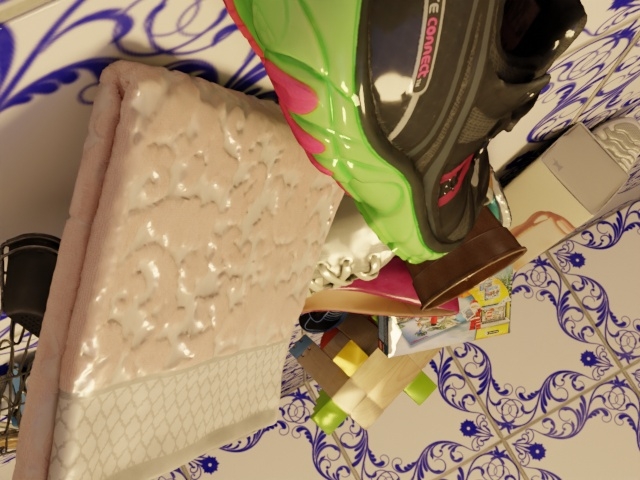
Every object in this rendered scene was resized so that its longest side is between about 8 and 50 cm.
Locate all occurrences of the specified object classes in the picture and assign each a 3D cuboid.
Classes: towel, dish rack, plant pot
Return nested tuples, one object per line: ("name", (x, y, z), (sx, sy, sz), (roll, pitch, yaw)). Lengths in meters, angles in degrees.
("towel", (-0.086, 0.038, 0.660), (0.332, 0.053, 0.316), (-1, 108, -65))
("dish rack", (-0.279, 0.114, 0.688), (0.272, 0.074, 0.208), (-19, 137, 15))
("plant pot", (0.170, -0.013, 1.131), (0.167, 0.165, 0.167), (-29, 167, -7))

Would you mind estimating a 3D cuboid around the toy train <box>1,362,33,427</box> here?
("toy train", (-0.342, 0.193, 1.012), (0.105, 0.080, 0.184), (-23, 166, -3))

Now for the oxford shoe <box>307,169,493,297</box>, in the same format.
("oxford shoe", (0.000, 0.000, 0.914), (0.449, 0.130, 0.169), (-29, 168, 2))

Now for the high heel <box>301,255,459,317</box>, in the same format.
("high heel", (0.017, 0.105, 1.203), (0.377, 0.181, 0.127), (-28, 166, -7))

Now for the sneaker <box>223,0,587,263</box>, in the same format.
("sneaker", (0.096, -0.109, 0.599), (0.202, 0.185, 0.483), (-28, 168, 9))

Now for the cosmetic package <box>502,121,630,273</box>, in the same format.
("cosmetic package", (0.367, -0.051, 1.417), (0.153, 0.129, 0.296), (-37, 173, -35))

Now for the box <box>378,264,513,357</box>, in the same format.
("box", (0.209, 0.096, 1.361), (0.233, 0.159, 0.044), (-8, -161, -19))

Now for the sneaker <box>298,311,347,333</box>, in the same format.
("sneaker", (0.019, 0.091, 1.400), (0.090, 0.081, 0.232), (-3, 148, -45))

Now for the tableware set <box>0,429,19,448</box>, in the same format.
("tableware set", (-0.336, 0.237, 1.000), (0.169, 0.020, 0.141), (-15, 164, 0))

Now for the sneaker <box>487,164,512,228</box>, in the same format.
("sneaker", (0.226, -0.039, 1.301), (0.110, 0.107, 0.275), (-18, 164, -11))

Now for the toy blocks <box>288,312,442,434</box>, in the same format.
("toy blocks", (0.103, 0.165, 1.511), (0.381, 0.191, 0.261), (-46, -157, -5))

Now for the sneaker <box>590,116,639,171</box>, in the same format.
("sneaker", (0.496, -0.147, 1.535), (0.281, 0.105, 0.115), (-53, -173, 50))
